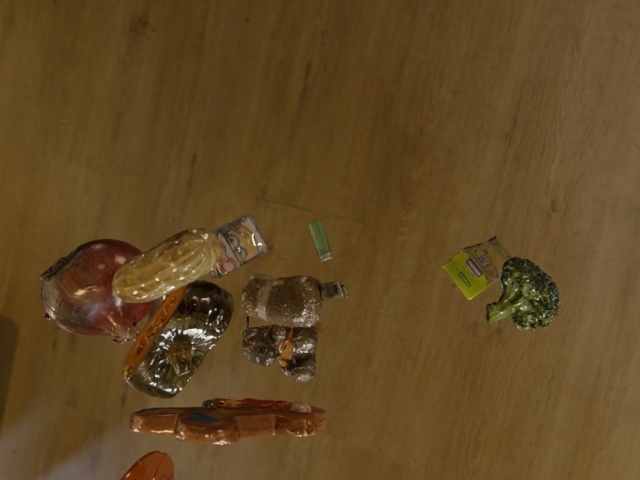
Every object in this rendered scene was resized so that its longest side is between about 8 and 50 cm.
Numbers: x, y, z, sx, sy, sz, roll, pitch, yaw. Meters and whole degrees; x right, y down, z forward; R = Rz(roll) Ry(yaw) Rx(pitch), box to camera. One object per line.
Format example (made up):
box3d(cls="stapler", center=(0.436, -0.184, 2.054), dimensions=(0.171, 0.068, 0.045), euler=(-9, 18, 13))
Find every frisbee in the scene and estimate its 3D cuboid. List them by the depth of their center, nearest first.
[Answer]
box3d(cls="frisbee", center=(-0.272, 0.422, 0.886), dimensions=(0.035, 0.192, 0.192), euler=(12, 94, 19))

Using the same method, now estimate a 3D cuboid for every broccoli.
box3d(cls="broccoli", center=(0.420, 0.122, 1.225), dimensions=(0.160, 0.167, 0.154), euler=(-23, 63, 6))

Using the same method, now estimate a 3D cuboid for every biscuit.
box3d(cls="biscuit", center=(-0.105, 0.250, 0.829), dimensions=(0.205, 0.324, 0.049), euler=(-8, 72, 38))

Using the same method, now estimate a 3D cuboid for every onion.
box3d(cls="onion", center=(-0.688, 0.155, 1.816), dimensions=(0.354, 0.354, 0.353), euler=(0, 89, 23))

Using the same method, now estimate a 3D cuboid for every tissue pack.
box3d(cls="tissue pack", center=(-0.221, 0.013, 1.468), dimensions=(0.065, 0.155, 0.115), euler=(-5, 112, 58))

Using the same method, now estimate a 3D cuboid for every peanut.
box3d(cls="peanut", center=(-0.254, 0.046, 0.961), dimensions=(0.194, 0.083, 0.093), euler=(-30, 34, -10))

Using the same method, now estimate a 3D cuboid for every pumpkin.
box3d(cls="pumpkin", center=(-0.343, 0.240, 1.399), dimensions=(0.139, 0.222, 0.317), euler=(38, 95, -23))

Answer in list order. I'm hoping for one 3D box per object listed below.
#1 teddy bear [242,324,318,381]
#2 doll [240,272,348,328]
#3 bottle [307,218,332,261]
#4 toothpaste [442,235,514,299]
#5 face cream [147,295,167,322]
box3d(cls="teddy bear", center=(-0.099, 0.256, 1.430), dimensions=(0.190, 0.140, 0.177), euler=(-3, 129, -1))
box3d(cls="doll", center=(-0.050, 0.115, 1.139), dimensions=(0.221, 0.105, 0.114), euler=(-4, 73, 14))
box3d(cls="bottle", center=(0.000, 0.000, 1.180), dimensions=(0.030, 0.030, 0.083), euler=(-20, 85, 21))
box3d(cls="toothpaste", center=(0.432, 0.066, 1.535), dimensions=(0.077, 0.327, 0.110), euler=(-43, 74, 28))
box3d(cls="face cream", center=(-0.543, 0.219, 1.971), dimensions=(0.096, 0.096, 0.214), euler=(-27, 59, 20))
